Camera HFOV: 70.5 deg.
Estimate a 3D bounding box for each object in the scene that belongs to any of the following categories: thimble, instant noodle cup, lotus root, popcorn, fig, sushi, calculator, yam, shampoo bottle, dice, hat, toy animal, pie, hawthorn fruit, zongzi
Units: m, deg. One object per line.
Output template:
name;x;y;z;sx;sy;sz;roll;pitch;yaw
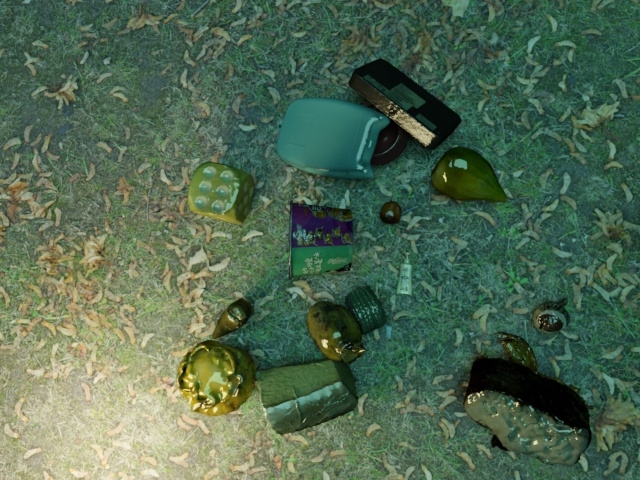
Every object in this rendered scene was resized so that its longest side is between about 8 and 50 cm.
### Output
thimble;0.140;0.219;1.417;0.090;0.118;0.135;-22;66;-11
instant noodle cup;0.000;0.000;1.406;0.190;0.251;0.250;0;85;-2
lotus root;0.049;0.285;1.358;0.154;0.278;0.153;-11;118;-22
popcorn;-0.328;0.434;1.417;0.251;0.190;0.249;-1;87;16
fig;0.459;-0.205;1.410;0.234;0.167;0.166;8;85;-16
sushi;0.581;0.487;1.302;0.349;0.207;0.234;28;129;9
calculator;0.016;-0.341;1.477;0.387;0.054;0.255;18;92;28
yam;-0.030;0.464;1.380;0.272;0.202;0.201;-24;126;4
shampoo bottle;0.276;0.106;1.457;0.049;0.034;0.140;6;85;14
dice;-0.321;-0.154;1.479;0.166;0.169;0.169;13;86;7
hat;0.192;-0.343;1.478;0.206;0.089;0.205;-2;84;19
toy animal;0.711;0.223;1.367;0.137;0.098;0.098;-43;82;1
pie;0.620;0.362;1.396;0.088;0.033;0.190;-20;84;-3
hawthorn fruit;0.228;-0.089;1.465;0.077;0.077;0.077;-1;85;6
zongzi;-0.300;0.266;1.443;0.176;0.160;0.078;-43;86;0

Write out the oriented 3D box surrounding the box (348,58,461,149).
box;0.272;-0.442;1.438;0.350;0.058;0.211;39;47;8
